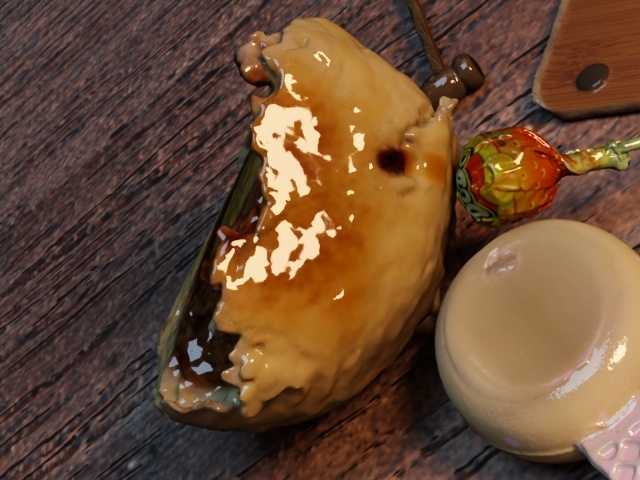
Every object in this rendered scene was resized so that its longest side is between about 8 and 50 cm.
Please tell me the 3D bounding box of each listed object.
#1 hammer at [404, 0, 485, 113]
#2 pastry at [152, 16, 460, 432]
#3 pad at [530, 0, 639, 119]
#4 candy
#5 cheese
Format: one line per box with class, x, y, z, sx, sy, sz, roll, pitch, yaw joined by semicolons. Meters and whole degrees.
hammer;0.068;-0.190;1.179;0.058;0.029;0.292;-33;38;15
pastry;-0.003;0.008;0.952;0.237;0.170;0.256;124;163;-75
pad;0.291;-0.206;0.982;0.286;0.018;0.284;-4;54;41
candy;0.176;-0.056;0.892;0.201;0.060;0.060;-15;41;-2
cheese;0.145;0.079;0.828;0.137;0.064;0.227;-41;39;10
